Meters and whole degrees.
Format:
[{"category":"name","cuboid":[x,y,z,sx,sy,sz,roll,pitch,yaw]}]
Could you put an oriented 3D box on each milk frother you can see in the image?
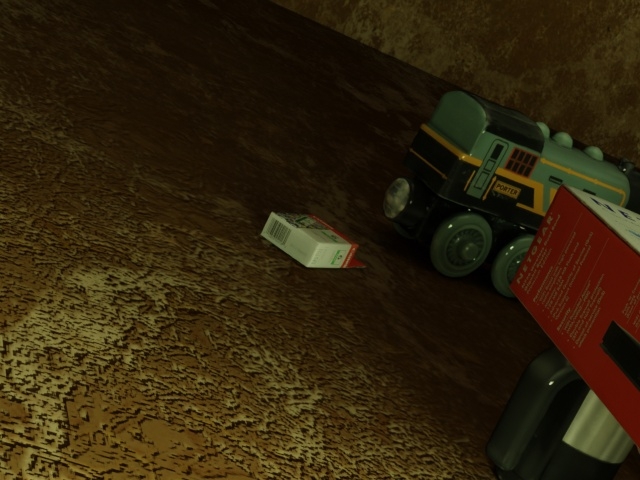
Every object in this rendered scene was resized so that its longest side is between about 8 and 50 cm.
[{"category":"milk frother","cuboid":[0.207,0.149,1.021,0.143,0.135,0.129,35,17,28]}]

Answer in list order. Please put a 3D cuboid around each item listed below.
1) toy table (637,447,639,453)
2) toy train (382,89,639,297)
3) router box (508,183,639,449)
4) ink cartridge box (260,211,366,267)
[{"category":"toy table","cuboid":[0.285,0.230,0.833,0.274,0.161,0.252,31,15,16]},{"category":"toy train","cuboid":[0.229,-0.041,1.609,0.334,0.190,0.142,18,18,-32]},{"category":"router box","cuboid":[0.311,0.102,0.839,0.335,0.082,0.301,20,15,-18]},{"category":"ink cartridge box","cuboid":[0.000,0.000,1.382,0.063,0.029,0.115,34,16,28]}]
